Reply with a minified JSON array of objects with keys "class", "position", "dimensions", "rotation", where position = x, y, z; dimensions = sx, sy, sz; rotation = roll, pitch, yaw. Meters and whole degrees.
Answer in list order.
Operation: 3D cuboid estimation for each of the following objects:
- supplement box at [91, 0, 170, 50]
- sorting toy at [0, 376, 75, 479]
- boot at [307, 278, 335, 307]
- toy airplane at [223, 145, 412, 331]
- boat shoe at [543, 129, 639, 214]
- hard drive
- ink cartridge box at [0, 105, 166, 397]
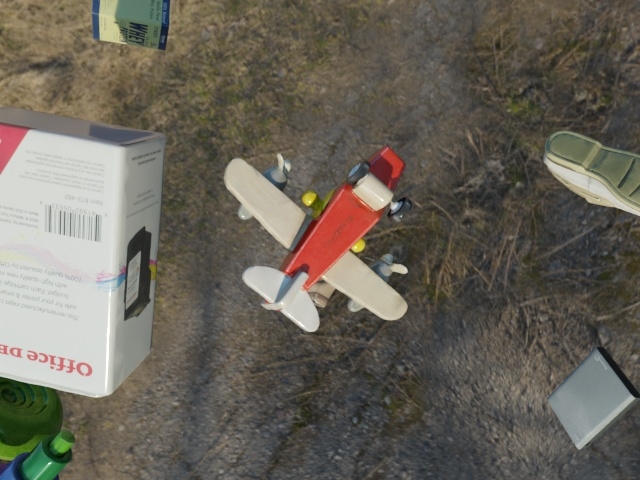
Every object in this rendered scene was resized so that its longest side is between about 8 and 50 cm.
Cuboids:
[{"class":"supplement box","position":[-0.219,-0.278,0.678],"dimensions":[0.083,0.056,0.083],"rotation":[3,77,-19]},{"class":"sorting toy","position":[-0.284,0.109,0.581],"dimensions":[0.126,0.127,0.365],"rotation":[-46,38,7]},{"class":"boot","position":[0.016,0.117,1.390],"dimensions":[0.118,0.042,0.087],"rotation":[19,76,-17]},{"class":"toy airplane","position":[0.000,0.000,1.261],"dimensions":[0.384,0.272,0.387],"rotation":[-6,101,-8]},{"class":"boat shoe","position":[0.625,-0.131,1.253],"dimensions":[0.113,0.103,0.302],"rotation":[-45,59,-7]},{"class":"hard drive","position":[0.419,0.244,0.901],"dimensions":[0.094,0.022,0.135],"rotation":[-111,37,-46]},{"class":"ink cartridge box","position":[-0.186,0.005,0.408],"dimensions":[0.127,0.072,0.175],"rotation":[11,107,5]}]
